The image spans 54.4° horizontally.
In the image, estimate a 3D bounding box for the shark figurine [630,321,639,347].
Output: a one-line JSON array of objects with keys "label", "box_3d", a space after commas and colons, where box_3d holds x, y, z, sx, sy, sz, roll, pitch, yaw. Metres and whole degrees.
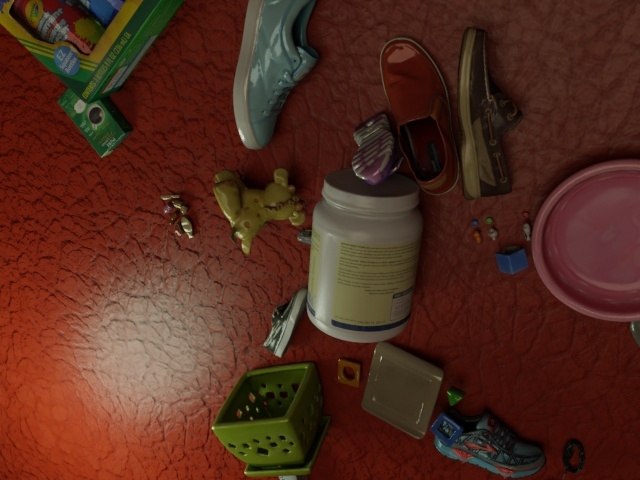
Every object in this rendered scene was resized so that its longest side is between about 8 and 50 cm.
[{"label": "shark figurine", "box_3d": [0.762, 0.256, 1.248, 0.278, 0.116, 0.166, 10, 115, 19]}]

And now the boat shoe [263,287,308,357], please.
[{"label": "boat shoe", "box_3d": [-0.092, 0.202, 1.571, 0.070, 0.078, 0.220, 27, 119, 8]}]

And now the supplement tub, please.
[{"label": "supplement tub", "box_3d": [0.095, 0.028, 1.341, 0.235, 0.235, 0.325, 12, 114, 16]}]

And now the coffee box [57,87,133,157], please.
[{"label": "coffee box", "box_3d": [-0.569, -0.315, 1.571, 0.113, 0.040, 0.184, -36, 94, 29]}]

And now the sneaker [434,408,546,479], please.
[{"label": "sneaker", "box_3d": [0.402, 0.474, 1.475, 0.261, 0.104, 0.125, 8, 111, 18]}]

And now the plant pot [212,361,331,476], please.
[{"label": "plant pot", "box_3d": [-0.107, 0.473, 1.607, 0.228, 0.227, 0.207, -13, 112, 24]}]

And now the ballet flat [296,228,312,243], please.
[{"label": "ballet flat", "box_3d": [0.000, 0.000, 1.480, 0.114, 0.041, 0.041, 22, 116, 11]}]

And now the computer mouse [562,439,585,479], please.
[{"label": "computer mouse", "box_3d": [0.570, 0.576, 1.492, 0.071, 0.041, 0.242, 18, 109, 4]}]

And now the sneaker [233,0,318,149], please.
[{"label": "sneaker", "box_3d": [-0.087, -0.359, 1.317, 0.150, 0.135, 0.366, 17, 116, 17]}]

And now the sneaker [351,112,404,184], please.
[{"label": "sneaker", "box_3d": [0.127, -0.171, 1.269, 0.095, 0.236, 0.105, -28, 116, 20]}]

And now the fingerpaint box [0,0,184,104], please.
[{"label": "fingerpaint box", "box_3d": [-0.499, -0.589, 1.342, 0.371, 0.163, 0.444, 45, 119, -9]}]

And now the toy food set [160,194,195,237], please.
[{"label": "toy food set", "box_3d": [-0.368, -0.065, 1.607, 0.077, 0.019, 0.122, 0, 118, 21]}]

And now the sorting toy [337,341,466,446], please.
[{"label": "sorting toy", "box_3d": [0.201, 0.361, 1.529, 0.347, 0.047, 0.196, 23, 113, 26]}]

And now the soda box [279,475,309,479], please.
[{"label": "soda box", "box_3d": [-0.079, 0.654, 1.751, 0.058, 0.063, 0.183, -9, 107, 23]}]

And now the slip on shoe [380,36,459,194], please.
[{"label": "slip on shoe", "box_3d": [0.195, -0.253, 1.243, 0.122, 0.101, 0.332, -16, 85, 24]}]

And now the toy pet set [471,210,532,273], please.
[{"label": "toy pet set", "box_3d": [0.388, 0.009, 1.318, 0.122, 0.065, 0.114, -11, 106, 25]}]

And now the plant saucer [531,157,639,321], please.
[{"label": "plant saucer", "box_3d": [0.591, -0.004, 1.226, 0.331, 0.084, 0.333, 7, 112, 19]}]

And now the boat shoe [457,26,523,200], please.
[{"label": "boat shoe", "box_3d": [0.332, -0.243, 1.218, 0.123, 0.123, 0.342, -2, 113, 13]}]

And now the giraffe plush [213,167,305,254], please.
[{"label": "giraffe plush", "box_3d": [-0.134, -0.088, 1.434, 0.170, 0.210, 0.181, -23, 134, 3]}]
